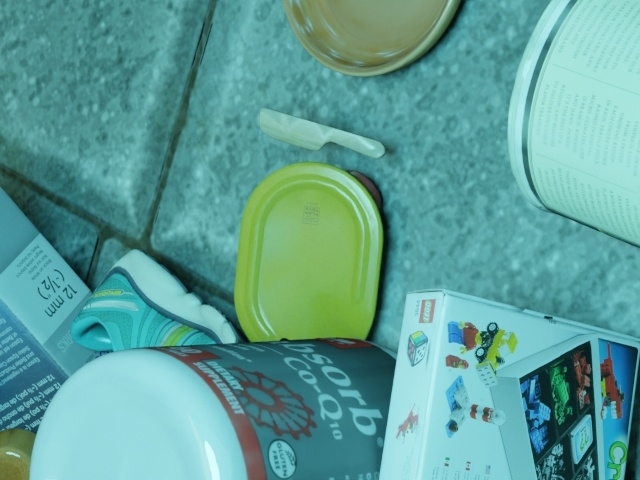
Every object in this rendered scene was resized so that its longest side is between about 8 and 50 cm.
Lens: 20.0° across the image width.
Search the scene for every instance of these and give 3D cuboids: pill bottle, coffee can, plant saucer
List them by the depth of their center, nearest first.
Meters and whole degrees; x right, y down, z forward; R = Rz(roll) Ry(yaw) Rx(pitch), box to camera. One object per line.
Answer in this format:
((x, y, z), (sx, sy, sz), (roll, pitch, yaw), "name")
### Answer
((0.295, -0.068, 1.231), (0.275, 0.201, 0.202), (25, 105, 37), "coffee can")
((-0.025, 0.180, 1.389), (0.210, 0.363, 0.210), (0, 90, 40), "pill bottle")
((0.050, -0.238, 1.546), (0.200, 0.037, 0.200), (-1, 88, 39), "plant saucer")

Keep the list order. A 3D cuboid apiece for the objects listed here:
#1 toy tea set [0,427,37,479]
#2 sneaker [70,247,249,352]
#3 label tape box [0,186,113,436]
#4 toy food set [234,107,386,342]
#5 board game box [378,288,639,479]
((-0.322, 0.246, 1.733), (0.200, 0.124, 0.336), (-43, 94, 6), "toy tea set")
((-0.123, 0.114, 1.624), (0.110, 0.107, 0.275), (-44, 45, -13), "sneaker")
((-0.320, 0.130, 1.776), (0.249, 0.115, 0.348), (-32, 105, 35), "label tape box")
((0.000, 0.000, 1.572), (0.128, 0.071, 0.218), (10, 98, 15), "toy food set")
((0.132, 0.203, 1.328), (0.053, 0.193, 0.305), (-6, 72, 58), "board game box")
